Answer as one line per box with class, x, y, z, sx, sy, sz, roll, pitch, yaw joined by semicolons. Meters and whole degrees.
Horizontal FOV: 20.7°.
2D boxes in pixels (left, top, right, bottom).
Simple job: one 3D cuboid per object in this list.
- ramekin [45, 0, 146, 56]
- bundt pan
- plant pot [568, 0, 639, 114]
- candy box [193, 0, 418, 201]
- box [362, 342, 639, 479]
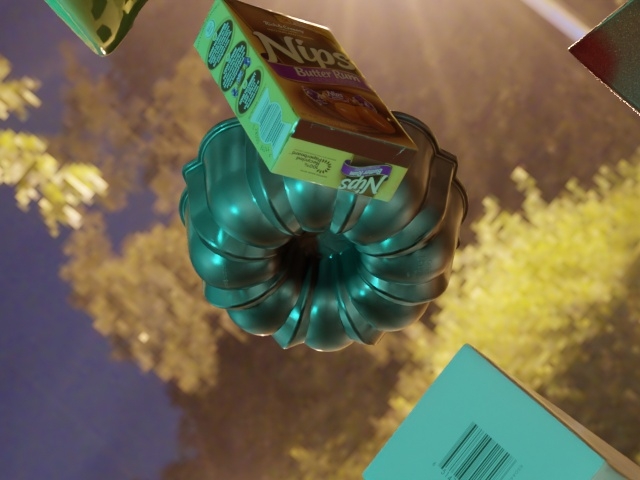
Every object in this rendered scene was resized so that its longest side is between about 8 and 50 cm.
ramekin;-0.167;-0.262;0.967;0.148;0.303;0.303;-42;-11;-3
bundt pan;0.000;0.000;1.934;0.124;0.330;0.331;-86;20;-47
plant pot;0.419;-0.179;1.449;0.267;0.236;0.267;-38;0;-36
candy box;-0.015;-0.110;1.324;0.109;0.187;0.053;13;-63;-33
box;0.241;0.277;1.696;0.168;0.215;0.345;-52;-47;3
